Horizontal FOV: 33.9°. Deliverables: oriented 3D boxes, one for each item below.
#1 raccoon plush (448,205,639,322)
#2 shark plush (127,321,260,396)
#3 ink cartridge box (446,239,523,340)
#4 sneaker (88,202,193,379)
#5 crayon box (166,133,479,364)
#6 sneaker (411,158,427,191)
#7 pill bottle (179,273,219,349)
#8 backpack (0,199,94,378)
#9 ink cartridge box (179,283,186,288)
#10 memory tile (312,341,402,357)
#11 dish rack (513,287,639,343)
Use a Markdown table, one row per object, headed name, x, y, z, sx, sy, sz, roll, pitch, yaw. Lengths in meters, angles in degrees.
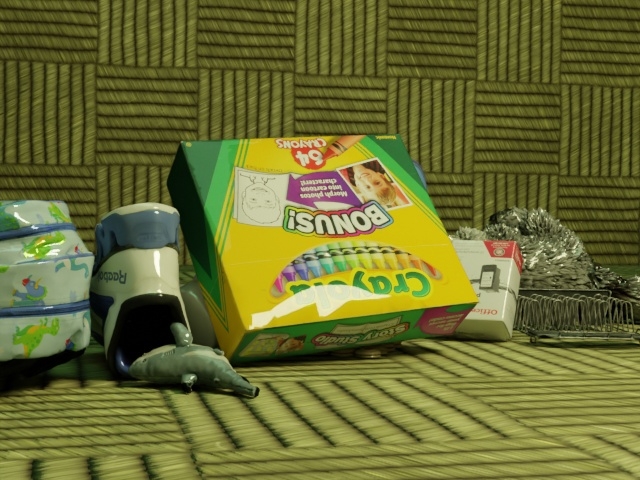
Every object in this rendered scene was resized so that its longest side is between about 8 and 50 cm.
| name | x | y | z | sx | sy | sz | roll | pitch | yaw |
| --- | --- | --- | --- | --- | --- | --- | --- | --- | --- |
| raccoon plush | 0.392 | 0.061 | 1.885 | 0.447 | 0.216 | 0.299 | 2 | 10 | 30 |
| shark plush | -0.138 | 0.159 | 1.187 | 0.161 | 0.073 | 0.067 | 24 | 33 | 26 |
| ink cartridge box | 0.256 | 0.078 | 1.677 | 0.109 | 0.150 | 0.063 | 1 | -33 | 22 |
| sneaker | -0.239 | 0.104 | 1.324 | 0.128 | 0.182 | 0.315 | -2 | -27 | -18 |
| crayon box | 0.000 | 0.000 | 1.490 | 0.363 | 0.313 | 0.106 | -5 | -35 | -27 |
| sneaker | 0.159 | -0.004 | 1.774 | 0.130 | 0.322 | 0.236 | 20 | -13 | -21 |
| pill bottle | -0.112 | 0.074 | 1.534 | 0.119 | 0.119 | 0.208 | 3 | 25 | 46 |
| backpack | -0.435 | 0.060 | 1.197 | 0.356 | 0.273 | 0.290 | 14 | -1 | 16 |
| ink cartridge box | -0.250 | 0.112 | 1.741 | 0.128 | 0.072 | 0.175 | 2 | 2 | 22 |
| memory tile | 0.049 | 0.154 | 1.525 | 0.113 | 0.012 | 0.148 | 1 | 2 | 20 |
| dish rack | 0.405 | 0.122 | 1.705 | 0.208 | 0.074 | 0.271 | 0 | 2 | -4 |
